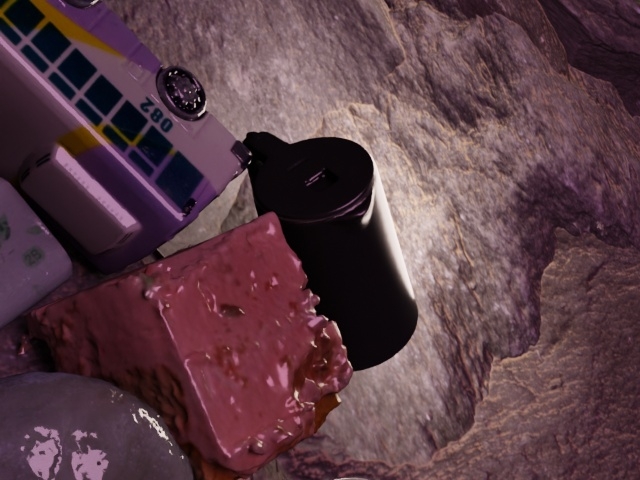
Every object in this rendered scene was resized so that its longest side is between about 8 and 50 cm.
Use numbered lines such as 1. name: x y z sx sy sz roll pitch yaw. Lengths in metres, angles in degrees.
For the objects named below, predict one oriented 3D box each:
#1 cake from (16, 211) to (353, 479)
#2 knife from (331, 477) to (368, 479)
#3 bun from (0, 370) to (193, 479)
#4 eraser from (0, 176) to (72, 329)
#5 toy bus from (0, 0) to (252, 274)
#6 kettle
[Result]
1. cake: -0.154 0.158 1.520 0.314 0.293 0.307 -24 90 -50
2. knife: -0.033 0.420 1.686 0.081 0.043 0.336 55 40 2
3. bun: -0.306 0.311 1.278 0.362 0.362 0.211 13 36 -36
4. eraser: -0.447 0.038 1.466 0.174 0.081 0.227 54 48 -6
5. toy bus: -0.327 -0.168 1.559 0.440 0.209 0.249 46 42 -17
6. kettle: 0.015 -0.002 1.713 0.262 0.203 0.308 -103 178 -49
